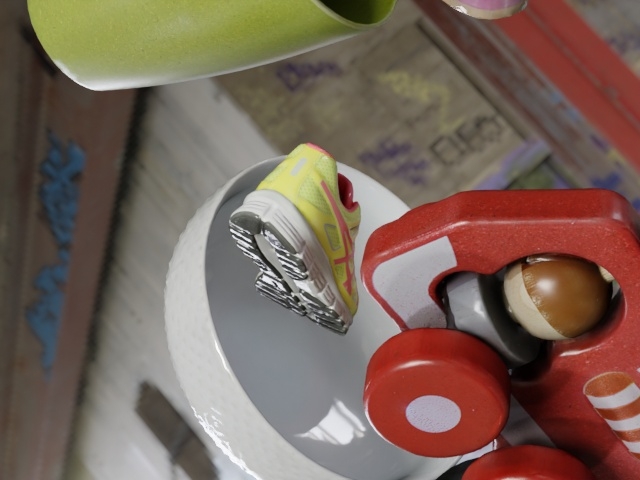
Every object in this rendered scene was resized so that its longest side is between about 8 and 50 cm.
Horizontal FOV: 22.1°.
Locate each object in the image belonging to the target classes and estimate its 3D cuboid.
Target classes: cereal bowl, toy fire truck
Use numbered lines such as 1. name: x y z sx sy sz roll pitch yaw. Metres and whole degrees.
1. cereal bowl: -0.012 0.097 1.543 0.141 0.339 0.339 -34 -5 42
2. toy fire truck: 0.181 0.072 1.133 0.254 0.302 0.169 -24 33 26

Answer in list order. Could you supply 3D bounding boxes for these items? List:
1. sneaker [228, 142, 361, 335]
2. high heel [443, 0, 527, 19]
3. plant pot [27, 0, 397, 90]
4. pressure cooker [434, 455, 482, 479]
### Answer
1. sneaker: 0.000 0.000 1.204 0.094 0.081 0.208 -60 -18 -17
2. high heel: 0.009 -0.200 0.721 0.082 0.244 0.117 -24 -41 -28
3. plant pot: -0.124 -0.263 1.532 0.294 0.274 0.275 -24 -3 29
4. pressure cooker: 0.209 0.433 1.369 0.370 0.376 0.420 -36 30 57
